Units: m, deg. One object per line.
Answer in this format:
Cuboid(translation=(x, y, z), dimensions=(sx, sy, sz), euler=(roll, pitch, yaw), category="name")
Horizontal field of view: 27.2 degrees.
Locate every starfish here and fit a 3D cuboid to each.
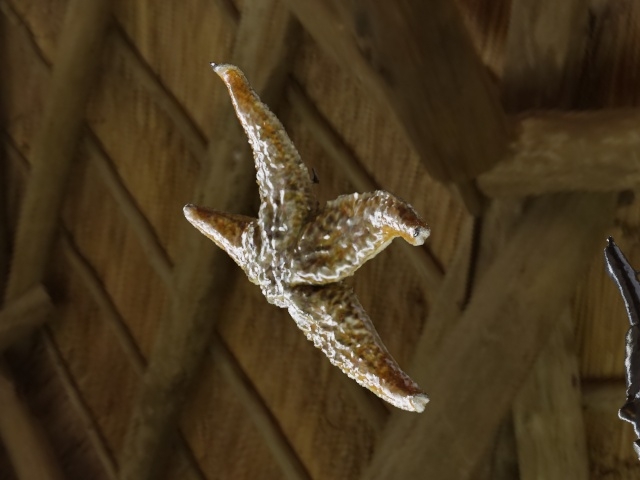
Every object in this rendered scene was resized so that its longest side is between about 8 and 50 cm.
Cuboid(translation=(0.002, -0.002, 0.868), dimensions=(0.247, 0.138, 0.050), euler=(38, -142, 29), category="starfish")

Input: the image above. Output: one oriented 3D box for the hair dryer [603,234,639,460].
Cuboid(translation=(0.173, 0.117, 0.779), dimensions=(0.304, 0.120, 0.359), euler=(13, -140, -13), category="hair dryer")
